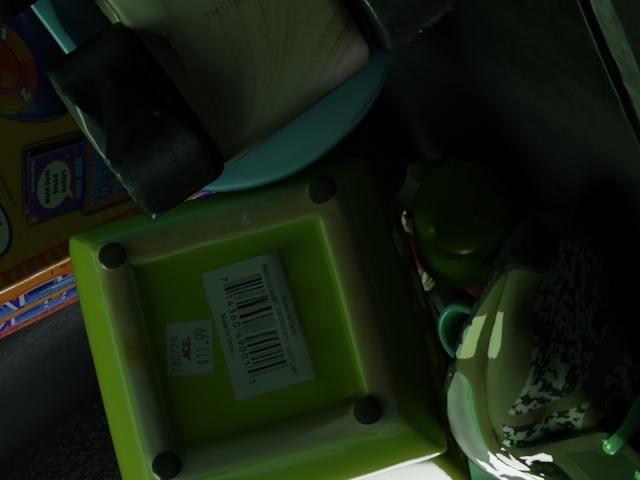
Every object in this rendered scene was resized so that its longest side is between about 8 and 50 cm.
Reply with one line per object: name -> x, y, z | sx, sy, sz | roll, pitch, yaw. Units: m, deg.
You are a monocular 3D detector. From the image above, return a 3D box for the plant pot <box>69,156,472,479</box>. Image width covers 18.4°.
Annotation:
plant pot -> -0.034, 0.078, 1.264 | 0.207, 0.227, 0.228 | 74, -179, -74

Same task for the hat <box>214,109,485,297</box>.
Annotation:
hat -> 0.048, -0.051, 1.421 | 0.184, 0.173, 0.208 | 10, 171, 23

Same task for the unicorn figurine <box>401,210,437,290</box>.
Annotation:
unicorn figurine -> 0.050, 0.024, 1.621 | 0.111, 0.060, 0.162 | 55, 169, -9

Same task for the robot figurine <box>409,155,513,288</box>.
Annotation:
robot figurine -> 0.095, -0.010, 1.318 | 0.101, 0.067, 0.115 | 59, 172, 23

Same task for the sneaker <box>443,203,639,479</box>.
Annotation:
sneaker -> 0.213, 0.134, 1.223 | 0.182, 0.158, 0.410 | 11, 145, 35

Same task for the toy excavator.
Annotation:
toy excavator -> -0.127, -0.218, 1.279 | 0.433, 0.222, 0.445 | 53, 177, 3

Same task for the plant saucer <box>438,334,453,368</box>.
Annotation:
plant saucer -> 0.144, 0.190, 1.538 | 0.310, 0.050, 0.310 | 49, -164, -19

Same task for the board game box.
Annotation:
board game box -> -0.294, -0.116, 1.655 | 0.356, 0.356, 0.356 | 63, 169, 3

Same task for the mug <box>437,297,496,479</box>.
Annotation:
mug -> 0.135, 0.122, 1.388 | 0.158, 0.129, 0.097 | 43, 142, -6
